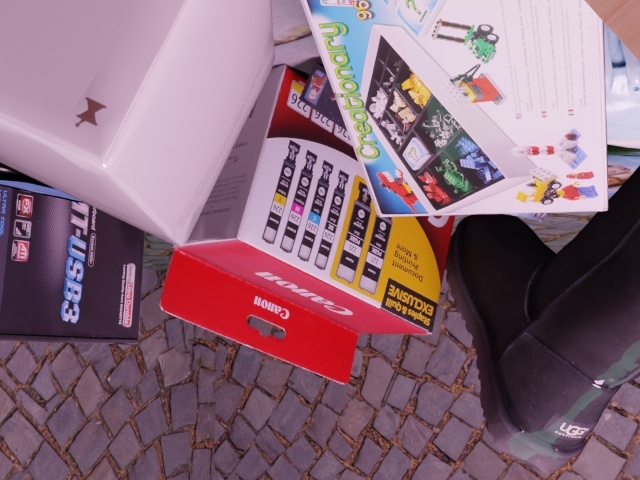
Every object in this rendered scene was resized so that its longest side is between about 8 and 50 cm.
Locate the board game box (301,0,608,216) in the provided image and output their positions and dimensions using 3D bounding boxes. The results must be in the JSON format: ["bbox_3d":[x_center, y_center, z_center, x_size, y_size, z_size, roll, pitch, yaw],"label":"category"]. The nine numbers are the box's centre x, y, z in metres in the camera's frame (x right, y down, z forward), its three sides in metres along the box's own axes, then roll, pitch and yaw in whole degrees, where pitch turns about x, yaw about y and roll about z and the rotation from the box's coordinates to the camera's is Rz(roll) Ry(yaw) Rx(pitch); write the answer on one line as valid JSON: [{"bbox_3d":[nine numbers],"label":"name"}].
[{"bbox_3d":[0.103,-0.127,0.640,0.193,0.053,0.305,-1,144,18],"label":"board game box"}]

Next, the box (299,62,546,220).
[{"bbox_3d":[0.109,-0.100,0.904,0.159,0.044,0.233,7,-155,-49],"label":"box"}]

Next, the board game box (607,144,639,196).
[{"bbox_3d":[0.375,-0.115,1.148,0.318,0.066,0.319,1,172,6],"label":"board game box"}]

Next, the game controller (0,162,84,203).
[{"bbox_3d":[-0.274,-0.062,0.958,0.166,0.067,0.319,-4,169,35],"label":"game controller"}]

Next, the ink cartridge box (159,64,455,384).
[{"bbox_3d":[0.000,0.000,1.030,0.309,0.272,0.130,27,158,-37],"label":"ink cartridge box"}]

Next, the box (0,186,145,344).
[{"bbox_3d":[-0.338,-0.022,1.097,0.073,0.296,0.293,-1,172,34],"label":"box"}]

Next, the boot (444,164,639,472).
[{"bbox_3d":[0.312,-0.033,0.911,0.146,0.367,0.445,14,130,-20],"label":"boot"}]

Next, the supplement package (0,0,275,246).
[{"bbox_3d":[-0.142,-0.125,0.557,0.177,0.175,0.293,25,173,1],"label":"supplement package"}]

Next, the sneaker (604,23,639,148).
[{"bbox_3d":[0.211,-0.142,0.710,0.366,0.135,0.150,-4,175,35],"label":"sneaker"}]

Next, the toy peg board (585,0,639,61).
[{"bbox_3d":[0.239,-0.151,0.461,0.079,0.161,0.161,-27,165,-50],"label":"toy peg board"}]
